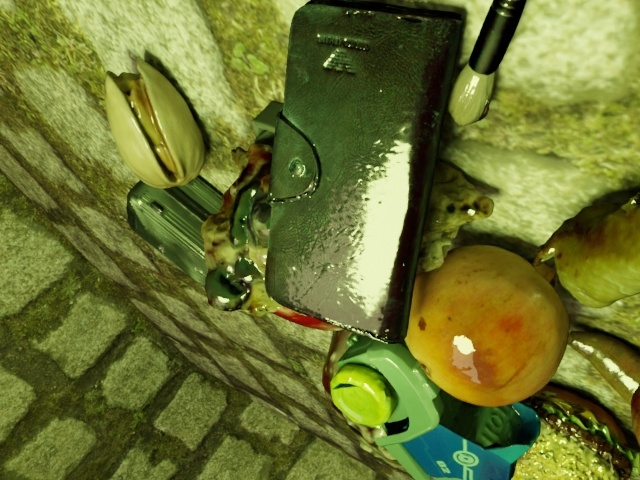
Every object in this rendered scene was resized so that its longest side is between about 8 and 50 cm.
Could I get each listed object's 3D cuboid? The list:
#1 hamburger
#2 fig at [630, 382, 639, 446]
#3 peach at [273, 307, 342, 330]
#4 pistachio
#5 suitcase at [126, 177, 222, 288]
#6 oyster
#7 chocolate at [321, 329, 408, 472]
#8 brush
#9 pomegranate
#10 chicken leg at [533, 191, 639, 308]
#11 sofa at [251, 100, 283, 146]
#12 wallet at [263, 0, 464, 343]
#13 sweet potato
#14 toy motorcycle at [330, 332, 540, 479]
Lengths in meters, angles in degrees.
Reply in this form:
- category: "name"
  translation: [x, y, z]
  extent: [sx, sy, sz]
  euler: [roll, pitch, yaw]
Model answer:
- category: "hamburger"
  translation: [0.361, 0.324, 0.864]
  extent: [0.261, 0.139, 0.243]
  euler: [41, 155, -10]
- category: "fig"
  translation: [0.438, 0.220, 0.518]
  extent: [0.274, 0.170, 0.145]
  euler: [48, -159, 9]
- category: "peach"
  translation: [-0.015, 0.038, 0.791]
  extent: [0.267, 0.159, 0.153]
  euler: [34, 151, -32]
- category: "pistachio"
  translation: [-0.255, -0.169, 0.847]
  extent: [0.223, 0.126, 0.152]
  euler: [73, 173, -51]
- category: "suitcase"
  translation: [-0.229, -0.007, 1.079]
  extent: [0.312, 0.128, 0.202]
  euler: [38, 155, -3]
- category: "oyster"
  translation: [0.011, 0.003, 0.645]
  extent: [0.360, 0.096, 0.222]
  euler: [5, 106, 21]
- category: "chocolate"
  translation: [0.137, 0.288, 1.014]
  extent: [0.340, 0.210, 0.225]
  euler: [48, 155, -22]
- category: "brush"
  translation: [0.144, -0.188, 0.392]
  extent: [0.038, 0.042, 0.299]
  euler: [16, 151, 4]
- category: "pomegranate"
  translation: [0.193, 0.097, 0.648]
  extent: [0.191, 0.191, 0.191]
  euler: [30, 154, 16]
- category: "chicken leg"
  translation: [0.282, -0.029, 0.359]
  extent: [0.153, 0.201, 0.429]
  euler: [51, 164, 7]
- category: "sofa"
  translation: [-0.035, -0.105, 0.739]
  extent: [0.085, 0.060, 0.147]
  euler: [24, 152, 25]
- category: "wallet"
  translation: [0.028, -0.062, 0.538]
  extent: [0.172, 0.045, 0.318]
  euler: [17, 114, 21]
- category: "sweet potato"
  translation: [0.408, 0.182, 0.649]
  extent: [0.243, 0.077, 0.077]
  euler: [31, 155, 30]
- category: "toy motorcycle"
  translation: [0.188, 0.239, 0.791]
  extent: [0.327, 0.191, 0.200]
  euler: [52, 133, -5]
